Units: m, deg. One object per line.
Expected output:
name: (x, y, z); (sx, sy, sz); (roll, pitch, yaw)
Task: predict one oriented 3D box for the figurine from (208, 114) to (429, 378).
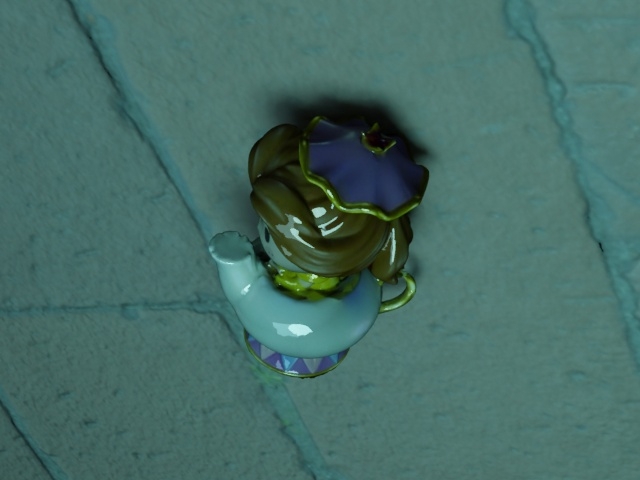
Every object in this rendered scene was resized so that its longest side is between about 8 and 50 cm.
figurine: (0.000, 0.000, 1.290); (0.190, 0.142, 0.263); (0, 138, -13)
